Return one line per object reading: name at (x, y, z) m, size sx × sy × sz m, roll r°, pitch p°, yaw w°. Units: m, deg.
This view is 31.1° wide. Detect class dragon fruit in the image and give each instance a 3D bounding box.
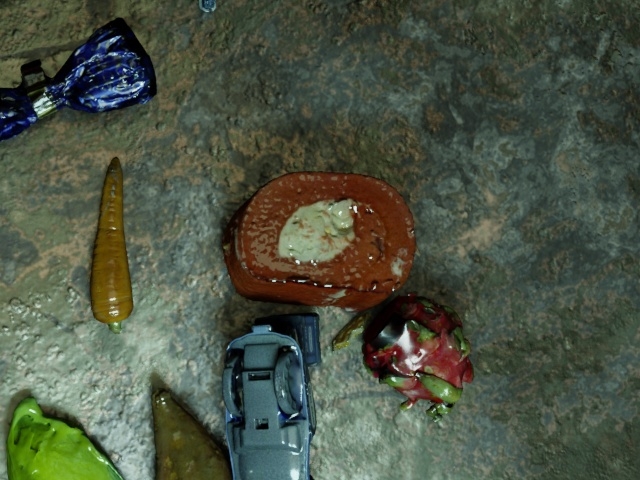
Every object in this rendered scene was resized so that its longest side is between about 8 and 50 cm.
dragon fruit at (0.147, 0.174, 1.686) m, size 0.172 × 0.160 × 0.166 m, roll 39°, pitch 56°, yaw -8°

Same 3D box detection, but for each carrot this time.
carrot at (-0.299, 0.005, 1.641) m, size 0.061 × 0.061 × 0.257 m, roll -1°, pitch 85°, yaw -13°

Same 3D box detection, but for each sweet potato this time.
sweet potato at (-0.172, 0.369, 1.617) m, size 0.131 × 0.131 × 0.337 m, roll -28°, pitch 93°, yaw -13°

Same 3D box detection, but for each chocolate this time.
chocolate at (-0.405, -0.195, 1.603) m, size 0.343 × 0.126 × 0.148 m, roll -24°, pitch 54°, yaw -10°

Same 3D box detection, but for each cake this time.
cake at (0.000, 0.000, 1.665) m, size 0.283 × 0.151 × 0.177 m, roll 6°, pitch 74°, yaw -12°

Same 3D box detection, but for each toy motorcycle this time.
toy motorcycle at (-0.050, 0.282, 1.610) m, size 0.125 × 0.212 × 0.359 m, roll -4°, pitch 86°, yaw 18°

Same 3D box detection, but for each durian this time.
durian at (-0.352, 0.340, 1.593) m, size 0.250 × 0.101 × 0.139 m, roll 42°, pitch 44°, yaw -8°

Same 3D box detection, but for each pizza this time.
pizza at (0.046, 0.139, 1.721) m, size 0.083 × 0.037 × 0.016 m, roll -45°, pitch 112°, yaw -8°

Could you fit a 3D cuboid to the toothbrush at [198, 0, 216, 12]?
toothbrush at (-0.175, -0.545, 1.710) m, size 0.042 × 0.040 × 0.418 m, roll -1°, pitch 83°, yaw -12°
